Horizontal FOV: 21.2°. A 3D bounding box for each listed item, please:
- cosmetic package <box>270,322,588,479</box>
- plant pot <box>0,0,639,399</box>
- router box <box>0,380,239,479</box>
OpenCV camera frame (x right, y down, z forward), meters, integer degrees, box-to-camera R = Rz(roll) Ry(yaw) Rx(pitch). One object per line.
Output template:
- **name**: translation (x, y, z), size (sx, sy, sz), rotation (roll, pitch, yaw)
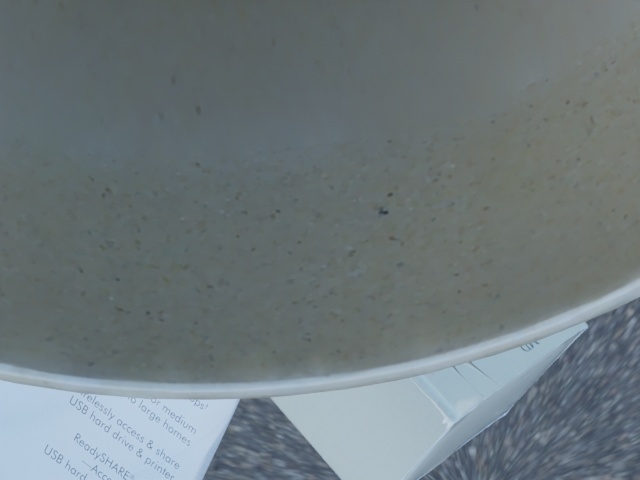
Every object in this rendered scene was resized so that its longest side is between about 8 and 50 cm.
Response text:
- **cosmetic package**: translation (0.000, 0.000, 1.088), size (0.309, 0.160, 0.113), rotation (46, 132, 13)
- **plant pot**: translation (-0.020, -0.131, 0.338), size (0.284, 0.284, 0.191), rotation (-10, 44, 3)
- **router box**: translation (-0.209, 0.056, 0.762), size (0.335, 0.082, 0.301), rotation (42, 53, -25)
